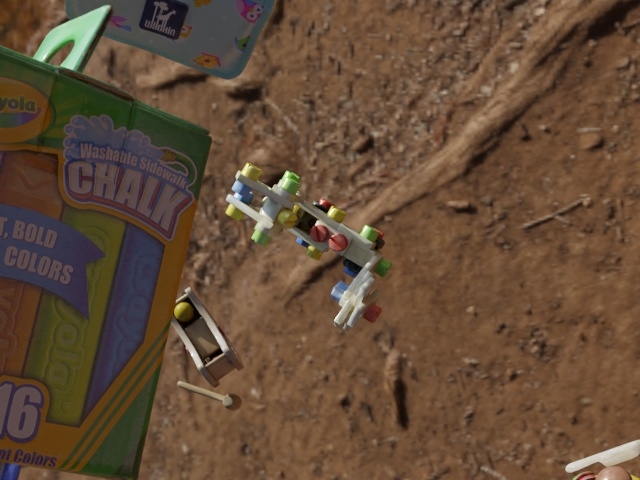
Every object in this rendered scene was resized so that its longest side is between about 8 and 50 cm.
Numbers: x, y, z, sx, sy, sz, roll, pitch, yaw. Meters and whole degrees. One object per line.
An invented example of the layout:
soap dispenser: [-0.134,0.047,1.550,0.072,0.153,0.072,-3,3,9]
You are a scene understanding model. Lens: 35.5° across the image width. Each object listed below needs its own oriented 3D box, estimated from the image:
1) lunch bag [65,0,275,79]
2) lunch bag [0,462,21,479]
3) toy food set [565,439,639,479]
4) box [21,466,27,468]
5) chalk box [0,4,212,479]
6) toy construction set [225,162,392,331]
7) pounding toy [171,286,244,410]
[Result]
lunch bag: [-0.170,-0.288,1.145,0.262,0.224,0.160,-149,78,-77]
lunch bag: [-0.444,0.208,0.847,0.239,0.328,0.385,-43,22,26]
toy food set: [0.387,0.368,1.346,0.128,0.071,0.217,-19,49,22]
box: [-0.403,0.120,1.138,0.311,0.148,0.121,95,-173,-47]
chalk box: [-0.147,-0.011,0.460,0.132,0.132,0.213,-4,72,50]
toy construction set: [0.000,0.000,1.674,0.151,0.215,0.327,-46,80,9]
pounding toy: [-0.262,0.250,2.128,0.269,0.155,0.154,55,177,10]
